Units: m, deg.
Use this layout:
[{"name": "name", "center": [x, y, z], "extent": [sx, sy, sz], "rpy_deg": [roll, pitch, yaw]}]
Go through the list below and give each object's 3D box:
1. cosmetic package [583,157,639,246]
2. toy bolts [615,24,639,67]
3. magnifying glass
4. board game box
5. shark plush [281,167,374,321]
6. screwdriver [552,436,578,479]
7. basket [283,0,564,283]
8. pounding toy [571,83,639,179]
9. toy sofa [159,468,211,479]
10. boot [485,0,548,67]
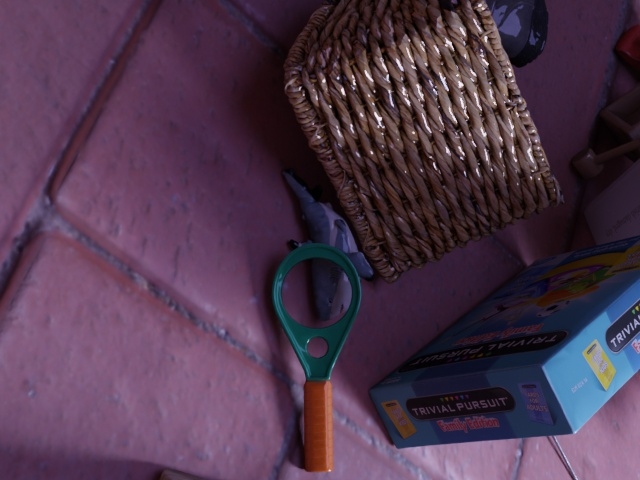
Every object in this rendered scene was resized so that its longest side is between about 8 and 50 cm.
[{"name": "cosmetic package", "center": [0.593, 0.044, 1.376], "extent": [0.330, 0.327, 0.393], "rpy_deg": [-17, 75, -14]}, {"name": "toy bolts", "center": [0.586, -0.297, 1.685], "extent": [0.228, 0.218, 0.158], "rpy_deg": [-47, 118, -20]}, {"name": "magnifying glass", "center": [-0.003, 0.118, 1.129], "extent": [0.092, 0.026, 0.230], "rpy_deg": [-1, 84, -2]}, {"name": "board game box", "center": [0.253, 0.100, 1.212], "extent": [0.336, 0.254, 0.079], "rpy_deg": [-31, 98, -39]}, {"name": "shark plush", "center": [0.000, 0.000, 1.167], "extent": [0.067, 0.073, 0.161], "rpy_deg": [-23, 100, -13]}, {"name": "screwdriver", "center": [0.294, 0.248, 1.388], "extent": [0.170, 0.024, 0.025], "rpy_deg": [59, 20, -22]}, {"name": "basket", "center": [0.098, -0.148, 1.217], "extent": [0.299, 0.223, 0.213], "rpy_deg": [60, 9, -33]}, {"name": "pounding toy", "center": [0.455, -0.135, 1.537], "extent": [0.094, 0.206, 0.181], "rpy_deg": [52, 7, -18]}, {"name": "toy sofa", "center": [-0.005, 0.341, 1.027], "extent": [0.363, 0.177, 0.150], "rpy_deg": [23, 89, -36]}, {"name": "boot", "center": [0.226, -0.358, 1.449], "extent": [0.161, 0.083, 0.246], "rpy_deg": [22, 63, -30]}]
